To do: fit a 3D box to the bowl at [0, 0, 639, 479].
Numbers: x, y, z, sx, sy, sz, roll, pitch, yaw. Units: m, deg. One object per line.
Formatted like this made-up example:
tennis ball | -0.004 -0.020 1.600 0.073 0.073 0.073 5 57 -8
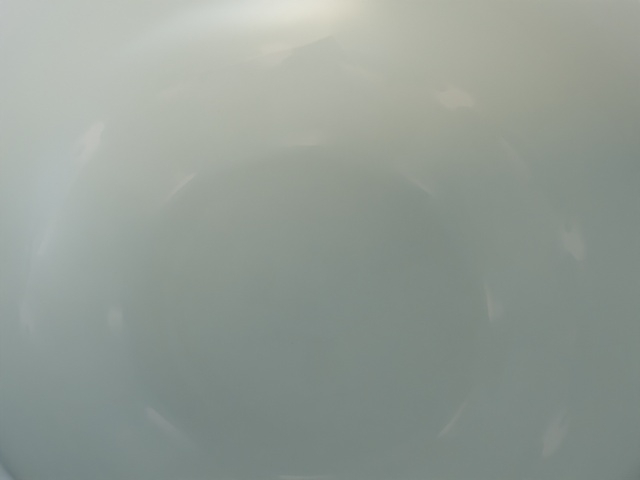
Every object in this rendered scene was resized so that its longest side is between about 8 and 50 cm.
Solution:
bowl | 0.000 0.000 0.390 0.298 0.298 0.134 -57 171 -27
